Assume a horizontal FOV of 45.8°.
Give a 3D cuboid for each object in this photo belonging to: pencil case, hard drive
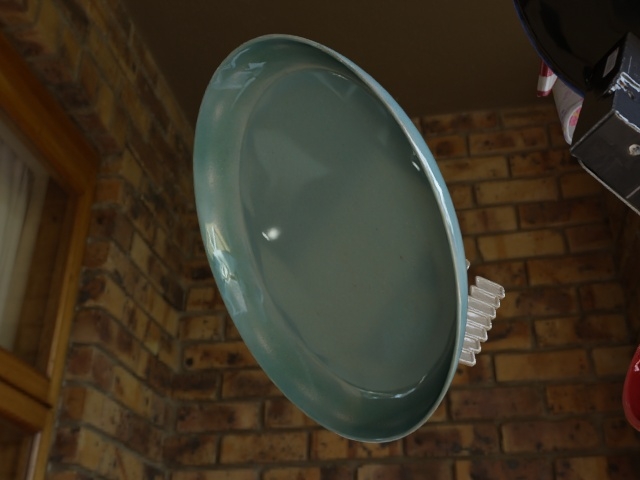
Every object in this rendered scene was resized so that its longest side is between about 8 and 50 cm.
[{"bbox_3d":[0.499,-0.279,1.409,0.124,0.273,0.113,-22,-58,27],"label":"pencil case"},{"bbox_3d":[0.396,-0.042,0.727,0.339,0.237,0.064,38,-51,-2],"label":"hard drive"}]

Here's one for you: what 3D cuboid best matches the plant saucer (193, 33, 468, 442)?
[{"bbox_3d":[0.000,0.000,0.589,0.044,0.317,0.317,-21,-15,-35],"label":"plant saucer"}]

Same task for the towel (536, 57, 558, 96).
[{"bbox_3d":[0.398,-0.416,1.167,0.037,0.237,0.328,17,-48,24],"label":"towel"}]

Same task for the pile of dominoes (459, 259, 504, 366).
[{"bbox_3d":[0.193,0.102,1.257,0.196,0.251,0.040,36,-50,3],"label":"pile of dominoes"}]

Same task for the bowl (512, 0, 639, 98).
[{"bbox_3d":[0.362,-0.321,0.872,0.077,0.391,0.391,-28,-22,-19],"label":"bowl"}]

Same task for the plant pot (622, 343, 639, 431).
[{"bbox_3d":[0.577,0.196,0.968,0.243,0.275,0.275,35,-34,0],"label":"plant pot"}]
